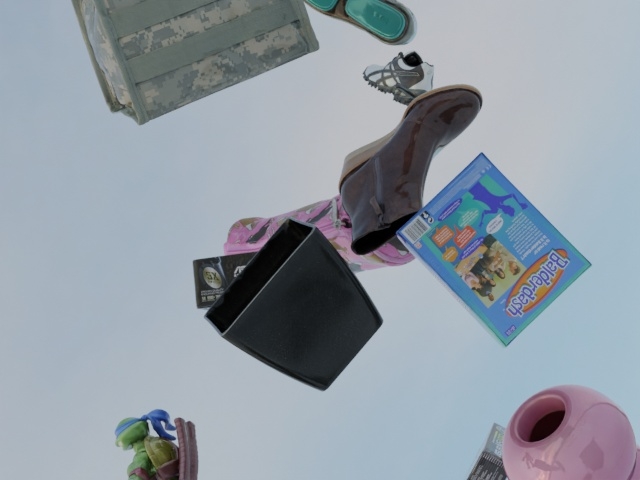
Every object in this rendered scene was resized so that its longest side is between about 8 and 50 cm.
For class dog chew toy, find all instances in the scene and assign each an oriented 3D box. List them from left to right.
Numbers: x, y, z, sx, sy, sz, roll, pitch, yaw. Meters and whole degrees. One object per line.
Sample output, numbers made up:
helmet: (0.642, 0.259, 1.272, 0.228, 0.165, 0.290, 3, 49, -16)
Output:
dog chew toy: (0.428, 0.375, 2.111, 0.332, 0.206, 0.207, 48, -114, -28)

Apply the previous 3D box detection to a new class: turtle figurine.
turtle figurine: (-0.254, 0.407, 1.952, 0.274, 0.266, 0.198, -34, -19, -35)

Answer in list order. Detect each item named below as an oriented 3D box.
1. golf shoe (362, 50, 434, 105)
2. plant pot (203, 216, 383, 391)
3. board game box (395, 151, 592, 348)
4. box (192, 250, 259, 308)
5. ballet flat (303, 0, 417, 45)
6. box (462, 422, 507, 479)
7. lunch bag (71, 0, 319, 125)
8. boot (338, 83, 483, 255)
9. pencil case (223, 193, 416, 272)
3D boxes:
golf shoe: (0.146, -0.293, 2.391, 0.077, 0.198, 0.094, 13, -76, -33)
plant pot: (-0.027, 0.097, 1.842, 0.167, 0.188, 0.187, 42, -95, -14)
board game box: (0.228, 0.013, 1.798, 0.160, 0.210, 0.047, -42, -7, -3)
box: (-0.089, 0.062, 2.102, 0.147, 0.180, 0.078, 22, -119, -74)
ballet flat: (0.039, -0.328, 1.845, 0.072, 0.213, 0.068, -59, -14, 13)
box: (0.257, 0.466, 2.364, 0.270, 0.060, 0.216, -64, -9, 11)
lunch bag: (-0.163, -0.309, 1.518, 0.235, 0.169, 0.287, -24, -72, -17)
boot: (0.137, -0.098, 1.926, 0.248, 0.207, 0.090, -32, -54, 19)
pencil case: (0.000, 0.000, 2.293, 0.167, 0.386, 0.160, 45, -125, -22)
